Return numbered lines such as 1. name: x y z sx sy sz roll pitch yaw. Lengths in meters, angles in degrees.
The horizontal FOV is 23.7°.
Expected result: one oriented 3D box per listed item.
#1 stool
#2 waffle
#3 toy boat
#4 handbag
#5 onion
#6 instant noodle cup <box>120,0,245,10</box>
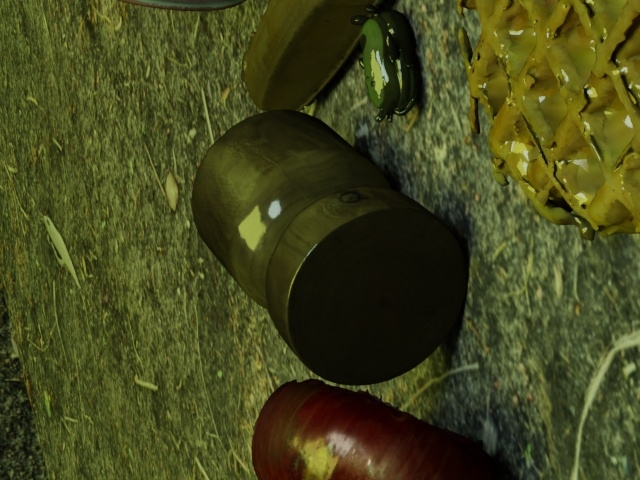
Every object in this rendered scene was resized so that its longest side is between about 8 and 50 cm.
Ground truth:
1. stool: 0.000 0.000 1.455 0.264 0.179 0.179 -135 44 -56
2. waffle: 0.196 -0.180 1.067 0.382 0.095 0.379 -159 63 -67
3. toy boat: -0.017 -0.234 1.551 0.321 0.089 0.121 129 135 -62
4. handbag: 0.064 -0.165 1.427 0.072 0.047 0.111 145 118 -66
5. onion: 0.047 0.215 1.357 0.248 0.248 0.161 155 125 -66
6. instant noodle cup: -0.179 -0.406 1.719 0.243 0.243 0.231 -131 47 -54
